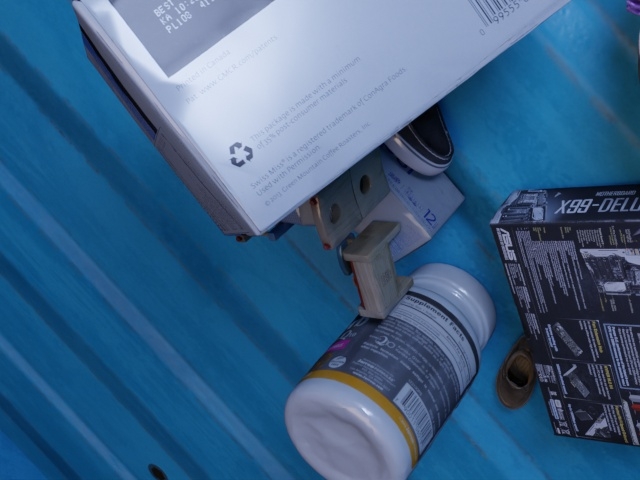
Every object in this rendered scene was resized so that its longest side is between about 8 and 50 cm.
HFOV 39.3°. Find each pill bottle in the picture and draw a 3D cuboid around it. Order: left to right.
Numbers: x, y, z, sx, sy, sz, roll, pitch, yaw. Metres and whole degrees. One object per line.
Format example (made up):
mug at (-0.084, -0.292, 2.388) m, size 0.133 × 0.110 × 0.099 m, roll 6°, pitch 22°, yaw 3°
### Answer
pill bottle at (0.094, 0.155, 1.070) m, size 0.162 × 0.278 × 0.162 m, roll 21°, pitch 133°, yaw 25°

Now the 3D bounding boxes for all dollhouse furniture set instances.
dollhouse furniture set at (0.000, 0.000, 0.988) m, size 0.129 × 0.129 × 0.183 m, roll 4°, pitch 123°, yaw 36°

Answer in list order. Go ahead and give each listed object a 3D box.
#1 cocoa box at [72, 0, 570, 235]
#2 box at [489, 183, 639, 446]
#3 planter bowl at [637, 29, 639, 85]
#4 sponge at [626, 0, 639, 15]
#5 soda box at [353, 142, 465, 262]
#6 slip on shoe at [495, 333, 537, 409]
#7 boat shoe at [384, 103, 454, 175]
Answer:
cocoa box at (-0.005, -0.191, 0.787) m, size 0.231 × 0.347 × 0.228 m, roll 53°, pitch 170°, yaw -7°
box at (0.341, 0.088, 0.970) m, size 0.242 × 0.076 × 0.307 m, roll -1°, pitch 121°, yaw 40°
planter bowl at (0.343, -0.131, 0.752) m, size 0.162 × 0.162 × 0.109 m, roll 26°, pitch 161°, yaw 21°
sponge at (0.361, -0.197, 0.699) m, size 0.210 × 0.117 × 0.031 m, roll 26°, pitch 164°, yaw 21°
soda box at (0.032, -0.114, 1.044) m, size 0.286 × 0.098 × 0.091 m, roll 48°, pitch 137°, yaw -4°
slip on shoe at (0.250, 0.173, 1.136) m, size 0.051 × 0.041 × 0.135 m, roll 31°, pitch 136°, yaw 16°
boat shoe at (0.087, -0.178, 0.972) m, size 0.076 × 0.080 × 0.228 m, roll -26°, pitch 96°, yaw 49°
